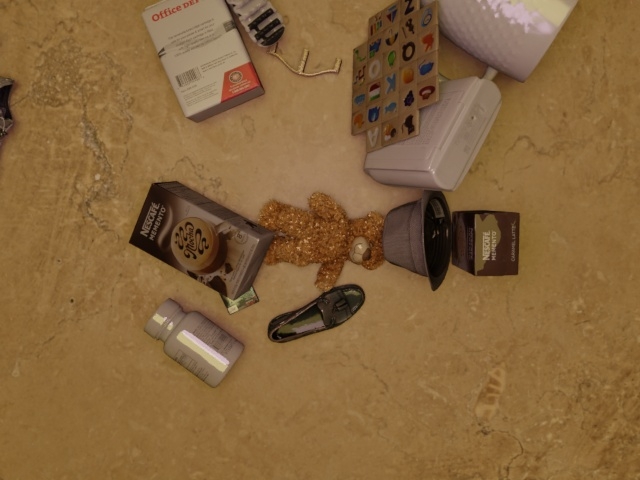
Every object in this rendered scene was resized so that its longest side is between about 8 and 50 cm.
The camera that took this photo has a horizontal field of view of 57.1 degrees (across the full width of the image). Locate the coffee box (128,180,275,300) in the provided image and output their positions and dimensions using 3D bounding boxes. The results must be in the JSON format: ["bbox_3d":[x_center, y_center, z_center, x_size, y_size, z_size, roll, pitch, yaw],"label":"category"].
[{"bbox_3d":[-0.285,-0.005,1.420,0.297,0.119,0.168,27,104,10],"label":"coffee box"}]

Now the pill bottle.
[{"bbox_3d":[-0.316,0.251,1.464,0.229,0.131,0.131,36,94,-1],"label":"pill bottle"}]

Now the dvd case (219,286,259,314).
[{"bbox_3d":[-0.220,0.121,1.513,0.087,0.013,0.119,-26,91,3],"label":"dvd case"}]

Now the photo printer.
[{"bbox_3d":[0.234,-0.238,1.341,0.107,0.308,0.255,32,81,-28],"label":"photo printer"}]

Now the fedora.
[{"bbox_3d":[0.223,-0.007,1.391,0.125,0.275,0.243,-2,115,26],"label":"fedora"}]

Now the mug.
[{"bbox_3d":[0.372,-0.522,1.356,0.328,0.276,0.374,31,124,6],"label":"mug"}]

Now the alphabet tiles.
[{"bbox_3d":[0.164,-0.382,1.342,0.011,0.285,0.342,8,79,-35],"label":"alphabet tiles"}]

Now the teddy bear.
[{"bbox_3d":[0.000,0.000,1.453,0.338,0.113,0.244,24,96,0],"label":"teddy bear"}]

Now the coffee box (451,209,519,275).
[{"bbox_3d":[0.379,0.000,1.375,0.098,0.246,0.141,-1,93,1],"label":"coffee box"}]

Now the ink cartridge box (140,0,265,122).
[{"bbox_3d":[-0.281,-0.454,1.429,0.197,0.114,0.272,-23,93,3],"label":"ink cartridge box"}]

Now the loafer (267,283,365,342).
[{"bbox_3d":[-0.008,0.194,1.476,0.268,0.084,0.096,-26,92,3],"label":"loafer"}]

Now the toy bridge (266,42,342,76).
[{"bbox_3d":[-0.045,-0.445,1.469,0.188,0.026,0.063,16,95,1],"label":"toy bridge"}]

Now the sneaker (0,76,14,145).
[{"bbox_3d":[-0.823,-0.283,1.457,0.116,0.105,0.280,4,93,1],"label":"sneaker"}]

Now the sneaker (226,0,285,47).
[{"bbox_3d":[-0.192,-0.590,1.361,0.110,0.118,0.292,-32,130,-5],"label":"sneaker"}]
